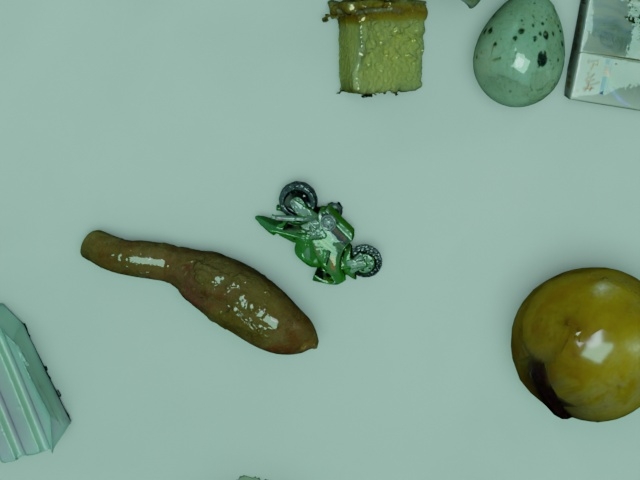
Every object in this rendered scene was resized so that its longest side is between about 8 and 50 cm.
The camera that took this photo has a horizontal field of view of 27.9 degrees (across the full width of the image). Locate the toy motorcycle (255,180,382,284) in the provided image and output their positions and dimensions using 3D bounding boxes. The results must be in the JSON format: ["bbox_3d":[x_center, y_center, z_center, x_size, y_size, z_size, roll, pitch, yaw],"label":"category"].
[{"bbox_3d":[0.000,0.000,1.925,0.190,0.074,0.106,43,109,-7],"label":"toy motorcycle"}]

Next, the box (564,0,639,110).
[{"bbox_3d":[0.441,-0.305,1.833,0.149,0.067,0.233,8,103,1],"label":"box"}]

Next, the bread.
[{"bbox_3d":[0.088,-0.280,1.844,0.152,0.127,0.147,-5,103,-14],"label":"bread"}]

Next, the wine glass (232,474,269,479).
[{"bbox_3d":[-0.106,0.520,1.913,0.238,0.323,0.238,0,102,0],"label":"wine glass"}]

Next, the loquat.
[{"bbox_3d":[0.390,0.149,1.857,0.235,0.235,0.235,1,102,3],"label":"loquat"}]

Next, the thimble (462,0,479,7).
[{"bbox_3d":[0.161,-0.453,1.714,0.271,0.271,0.150,43,104,-7],"label":"thimble"}]

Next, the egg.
[{"bbox_3d":[0.284,-0.269,1.817,0.131,0.131,0.164,15,97,-1],"label":"egg"}]

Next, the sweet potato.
[{"bbox_3d":[-0.172,0.064,1.929,0.385,0.109,0.109,27,102,2],"label":"sweet potato"}]

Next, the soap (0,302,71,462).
[{"bbox_3d":[-0.489,0.222,1.984,0.145,0.091,0.230,-18,102,9],"label":"soap"}]
